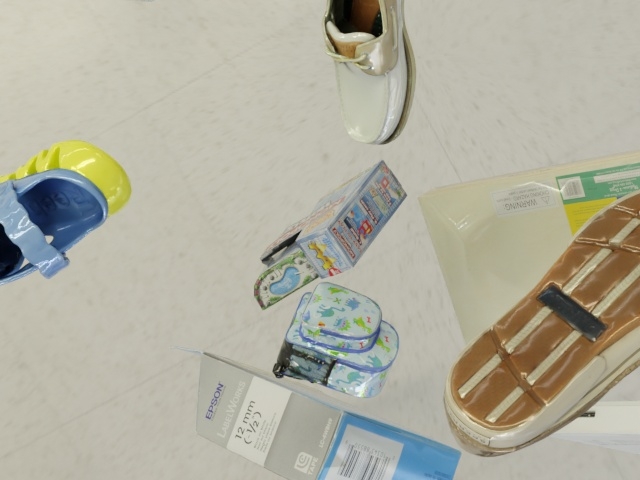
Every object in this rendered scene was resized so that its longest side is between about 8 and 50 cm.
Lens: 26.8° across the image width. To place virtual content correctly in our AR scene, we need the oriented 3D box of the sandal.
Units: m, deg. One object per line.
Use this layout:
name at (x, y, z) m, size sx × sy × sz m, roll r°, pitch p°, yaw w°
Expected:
sandal at (-0.351, -0.001, 1.426) m, size 0.317 × 0.138 × 0.126 m, roll -23°, pitch 120°, yaw 34°

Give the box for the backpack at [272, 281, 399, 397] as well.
backpack at (0.023, 0.104, 1.379) m, size 0.114 × 0.105 × 0.084 m, roll 22°, pitch 124°, yaw 2°

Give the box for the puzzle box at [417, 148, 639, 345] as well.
puzzle box at (0.347, 0.028, 1.893) m, size 0.409 × 0.052 × 0.272 m, roll -9°, pitch 104°, yaw 42°

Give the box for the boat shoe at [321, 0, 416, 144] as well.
boat shoe at (0.049, -0.253, 1.643) m, size 0.113 × 0.103 × 0.302 m, roll 13°, pitch 118°, yaw 31°

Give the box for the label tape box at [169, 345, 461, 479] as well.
label tape box at (-0.026, 0.252, 1.784) m, size 0.347 × 0.249 × 0.115 m, roll 14°, pitch 82°, yaw 46°

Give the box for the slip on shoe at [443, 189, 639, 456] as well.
slip on shoe at (0.099, 0.029, 0.476) m, size 0.135 × 0.041 × 0.051 m, roll -40°, pitch 63°, yaw -17°

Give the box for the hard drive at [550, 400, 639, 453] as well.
hard drive at (0.495, 0.271, 1.858) m, size 0.353 × 0.233 × 0.047 m, roll 15°, pitch 75°, yaw -30°

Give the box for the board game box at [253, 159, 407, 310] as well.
board game box at (0.000, 0.000, 1.634) m, size 0.194 × 0.194 × 0.060 m, roll -32°, pitch 101°, yaw 20°
